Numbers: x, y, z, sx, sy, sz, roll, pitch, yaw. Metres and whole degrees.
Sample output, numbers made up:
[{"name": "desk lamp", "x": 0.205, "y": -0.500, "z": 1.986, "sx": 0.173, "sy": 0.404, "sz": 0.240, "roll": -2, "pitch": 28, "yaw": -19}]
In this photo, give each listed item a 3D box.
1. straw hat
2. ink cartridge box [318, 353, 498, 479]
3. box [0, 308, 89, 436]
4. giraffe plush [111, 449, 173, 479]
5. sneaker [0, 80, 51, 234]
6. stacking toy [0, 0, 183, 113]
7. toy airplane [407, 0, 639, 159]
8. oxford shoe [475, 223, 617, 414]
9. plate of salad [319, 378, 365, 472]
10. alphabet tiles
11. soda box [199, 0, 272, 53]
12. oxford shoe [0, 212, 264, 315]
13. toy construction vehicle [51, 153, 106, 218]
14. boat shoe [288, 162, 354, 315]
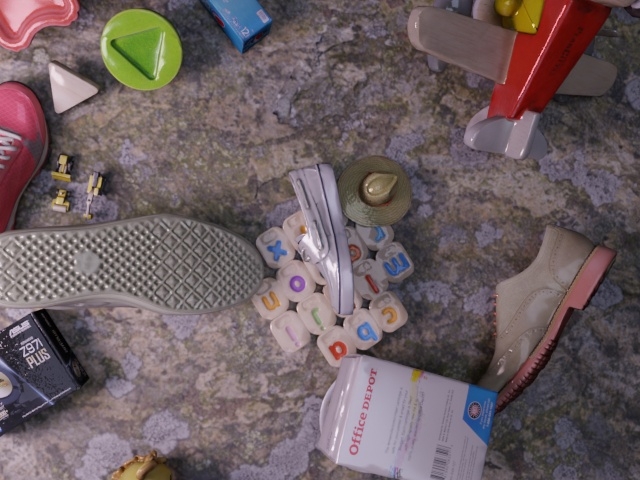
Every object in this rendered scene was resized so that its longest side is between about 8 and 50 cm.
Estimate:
[{"name": "straw hat", "x": 0.104, "y": -0.094, "z": 1.151, "sx": 0.144, "sy": 0.061, "sz": 0.144, "roll": 2, "pitch": 78, "yaw": -9}, {"name": "ink cartridge box", "x": 0.137, "y": 0.298, "z": 1.067, "sx": 0.233, "sy": 0.168, "sz": 0.171, "roll": 17, "pitch": 77, "yaw": -6}, {"name": "box", "x": -0.501, "y": 0.220, "z": 1.061, "sx": 0.180, "sy": 0.077, "sz": 0.147, "roll": -31, "pitch": 94, "yaw": -7}, {"name": "giraffe plush", "x": -0.296, "y": 0.436, "z": 1.053, "sx": 0.210, "sy": 0.181, "sz": 0.170, "roll": 44, "pitch": 71, "yaw": -23}, {"name": "sneaker", "x": -0.518, "y": -0.106, "z": 1.030, "sx": 0.116, "sy": 0.136, "sz": 0.313, "roll": 15, "pitch": 87, "yaw": -9}, {"name": "stacking toy", "x": -0.372, "y": -0.383, "z": 1.076, "sx": 0.309, "sy": 0.130, "sz": 0.279, "roll": -16, "pitch": 119, "yaw": 6}, {"name": "toy airplane", "x": 0.348, "y": -0.331, "z": 1.117, "sx": 0.384, "sy": 0.386, "sz": 0.272, "roll": -31, "pitch": 51, "yaw": 0}, {"name": "oxford shoe", "x": 0.370, "y": 0.154, "z": 1.190, "sx": 0.146, "sy": 0.140, "sz": 0.397, "roll": 35, "pitch": 89, "yaw": 24}, {"name": "plate of salad", "x": 0.098, "y": 0.322, "z": 1.168, "sx": 0.200, "sy": 0.048, "sz": 0.199, "roll": 0, "pitch": 91, "yaw": -9}, {"name": "alphabet tiles", "x": 0.021, "y": 0.071, "z": 1.170, "sx": 0.284, "sy": 0.021, "sz": 0.278, "roll": -33, "pitch": 92, "yaw": -8}, {"name": "soda box", "x": -0.175, "y": -0.432, "z": 1.116, "sx": 0.067, "sy": 0.071, "sz": 0.210, "roll": -39, "pitch": 95, "yaw": -7}, {"name": "oxford shoe", "x": -0.318, "y": 0.042, "z": 1.071, "sx": 0.449, "sy": 0.130, "sz": 0.169, "roll": 0, "pitch": 85, "yaw": -19}, {"name": "toy construction vehicle", "x": -0.414, "y": -0.092, "z": 1.096, "sx": 0.086, "sy": 0.035, "sz": 0.098, "roll": 14, "pitch": 88, "yaw": -8}, {"name": "boat shoe", "x": 0.000, "y": 0.000, "z": 1.113, "sx": 0.088, "sy": 0.096, "sz": 0.267, "roll": -10, "pitch": 88, "yaw": -3}]
